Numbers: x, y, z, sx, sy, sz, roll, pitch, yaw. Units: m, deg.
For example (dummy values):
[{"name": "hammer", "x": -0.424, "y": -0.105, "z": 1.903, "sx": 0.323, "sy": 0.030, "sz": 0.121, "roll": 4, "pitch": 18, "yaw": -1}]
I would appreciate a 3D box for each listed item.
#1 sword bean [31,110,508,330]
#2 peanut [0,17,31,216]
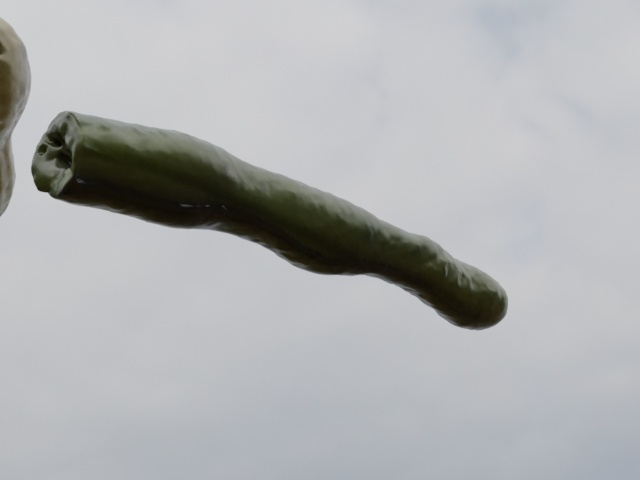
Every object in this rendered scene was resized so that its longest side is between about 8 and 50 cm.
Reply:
[{"name": "sword bean", "x": 0.001, "y": 0.000, "z": 0.392, "sx": 0.269, "sy": 0.038, "sz": 0.043, "roll": 21, "pitch": -62, "yaw": -37}, {"name": "peanut", "x": -0.302, "y": -0.088, "z": 0.673, "sx": 0.124, "sy": 0.123, "sz": 0.256, "roll": 13, "pitch": -39, "yaw": -17}]
